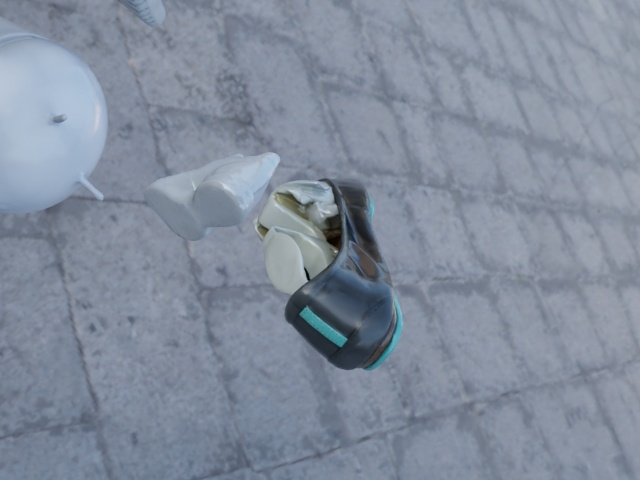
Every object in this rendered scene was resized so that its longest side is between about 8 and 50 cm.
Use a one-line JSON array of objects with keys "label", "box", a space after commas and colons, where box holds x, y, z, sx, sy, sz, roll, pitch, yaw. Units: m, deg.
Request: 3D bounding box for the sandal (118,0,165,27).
[{"label": "sandal", "box": [-0.234, -0.350, 1.073, 0.169, 0.102, 0.416, 42, 0, -18]}]

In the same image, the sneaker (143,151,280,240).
[{"label": "sneaker", "box": [-0.117, -0.058, 0.985, 0.094, 0.212, 0.080, -48, 116, -28]}]

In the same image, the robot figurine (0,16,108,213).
[{"label": "robot figurine", "box": [-0.387, -0.156, 1.002, 0.199, 0.353, 0.300, -54, 152, -16]}]

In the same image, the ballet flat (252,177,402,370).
[{"label": "ballet flat", "box": [0.000, 0.000, 0.715, 0.096, 0.095, 0.280, 28, 16, -17]}]
